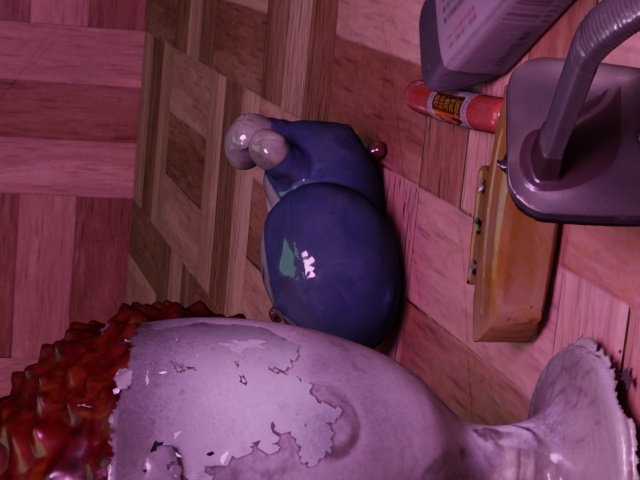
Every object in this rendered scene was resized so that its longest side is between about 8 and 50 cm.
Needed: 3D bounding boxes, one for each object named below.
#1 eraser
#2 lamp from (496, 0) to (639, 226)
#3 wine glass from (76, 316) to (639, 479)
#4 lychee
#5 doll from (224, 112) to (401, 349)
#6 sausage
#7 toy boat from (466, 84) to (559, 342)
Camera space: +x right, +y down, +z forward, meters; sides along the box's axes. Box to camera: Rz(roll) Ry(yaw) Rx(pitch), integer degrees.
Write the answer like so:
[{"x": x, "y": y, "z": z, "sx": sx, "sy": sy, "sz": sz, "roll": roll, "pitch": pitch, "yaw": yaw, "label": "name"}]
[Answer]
[{"x": 0.154, "y": -0.211, "z": 1.170, "sx": 0.352, "sy": 0.061, "sz": 0.089, "roll": 132, "pitch": 137, "yaw": -66, "label": "eraser"}, {"x": 0.202, "y": -0.150, "z": 0.902, "sx": 0.283, "sy": 0.125, "sz": 0.203, "roll": 123, "pitch": 156, "yaw": -56, "label": "lamp"}, {"x": 0.025, "y": 0.148, "z": 1.044, "sx": 0.190, "sy": 0.357, "sz": 0.190, "roll": -175, "pitch": 90, "yaw": -73, "label": "wine glass"}, {"x": -0.133, "y": 0.295, "z": 1.471, "sx": 0.424, "sy": 0.425, "sz": 0.499, "roll": 118, "pitch": 144, "yaw": -57, "label": "lychee"}, {"x": 0.000, "y": 0.000, "z": 1.528, "sx": 0.228, "sy": 0.154, "sz": 0.258, "roll": 61, "pitch": -159, "yaw": -47, "label": "doll"}, {"x": 0.119, "y": -0.115, "z": 1.333, "sx": 0.253, "sy": 0.034, "sz": 0.034, "roll": -150, "pitch": 64, "yaw": -71, "label": "sausage"}, {"x": 0.147, "y": -0.020, "z": 1.181, "sx": 0.077, "sy": 0.057, "sz": 0.200, "roll": -127, "pitch": 41, "yaw": -75, "label": "toy boat"}]
